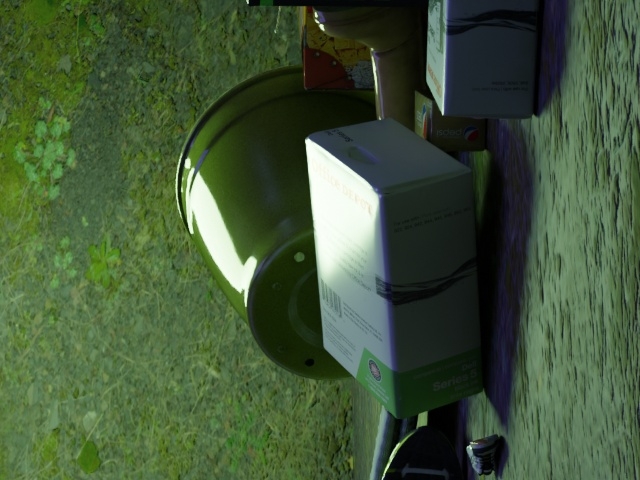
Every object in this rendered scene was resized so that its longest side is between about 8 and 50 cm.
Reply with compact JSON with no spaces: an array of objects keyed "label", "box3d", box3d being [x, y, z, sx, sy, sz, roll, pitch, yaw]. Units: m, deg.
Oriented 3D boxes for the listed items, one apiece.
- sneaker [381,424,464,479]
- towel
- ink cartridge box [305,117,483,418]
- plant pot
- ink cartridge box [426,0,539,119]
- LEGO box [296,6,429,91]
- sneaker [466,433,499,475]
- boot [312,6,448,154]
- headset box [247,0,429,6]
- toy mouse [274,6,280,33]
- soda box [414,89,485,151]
[{"label":"sneaker","box3d":[0.120,0.359,1.824,0.121,0.111,0.300,-86,-1,-69]},{"label":"towel","box3d":[0.100,0.274,2.002,0.312,0.056,0.324,-69,-13,-65]},{"label":"ink cartridge box","box3d":[0.080,0.025,1.620,0.198,0.115,0.273,-139,39,-57]},{"label":"plant pot","box3d":[0.000,0.000,1.986,0.353,0.366,0.366,-108,16,-59]},{"label":"ink cartridge box","box3d":[0.148,-0.228,1.350,0.153,0.087,0.208,-96,6,-72]},{"label":"LEGO box","box3d":[0.063,-0.464,2.048,0.500,0.193,0.372,-96,6,-65]},{"label":"sneaker","box3d":[0.172,0.224,1.523,0.083,0.032,0.037,82,174,-74]},{"label":"boot","box3d":[0.085,-0.182,1.786,0.236,0.089,0.269,-32,-58,-50]},{"label":"headset box","box3d":[0.043,-0.377,1.533,0.246,0.283,0.131,94,176,-49]},{"label":"toy mouse","box3d":[-0.056,-0.417,2.221,0.143,0.031,0.161,-94,4,-56]},{"label":"soda box","box3d":[0.145,-0.139,1.680,0.181,0.061,0.058,-106,15,-81]}]
